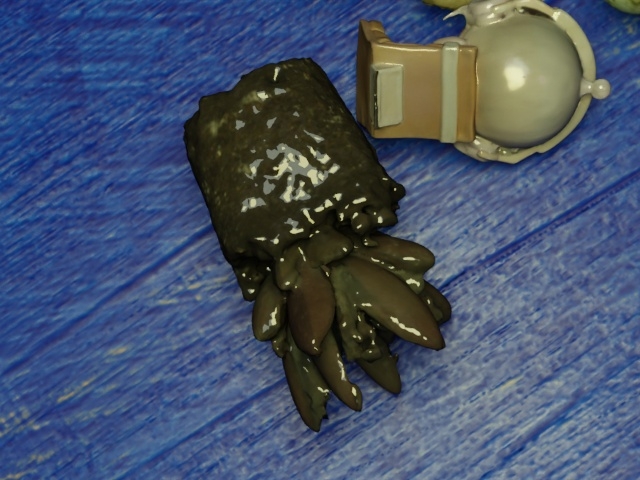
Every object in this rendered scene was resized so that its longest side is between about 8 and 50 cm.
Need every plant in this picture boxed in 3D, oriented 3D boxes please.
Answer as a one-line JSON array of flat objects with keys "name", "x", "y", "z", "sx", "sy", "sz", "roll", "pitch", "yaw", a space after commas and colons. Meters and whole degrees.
[{"name": "plant", "x": 0.000, "y": 0.000, "z": 1.408, "sx": 0.182, "sy": 0.194, "sz": 0.320, "roll": -29, "pitch": 76, "yaw": 2}]

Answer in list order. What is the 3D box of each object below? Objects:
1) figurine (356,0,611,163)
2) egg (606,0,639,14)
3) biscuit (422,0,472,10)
[{"name": "figurine", "x": 0.150, "y": -0.152, "z": 1.465, "sx": 0.237, "sy": 0.141, "sz": 0.162, "roll": -3, "pitch": 108, "yaw": 1}, {"name": "egg", "x": 0.336, "y": -0.318, "z": 1.453, "sx": 0.169, "sy": 0.169, "sz": 0.231, "roll": 32, "pitch": 93, "yaw": 9}, {"name": "biscuit", "x": 0.177, "y": -0.326, "z": 1.473, "sx": 0.265, "sy": 0.188, "sz": 0.040, "roll": -47, "pitch": 37, "yaw": -5}]
